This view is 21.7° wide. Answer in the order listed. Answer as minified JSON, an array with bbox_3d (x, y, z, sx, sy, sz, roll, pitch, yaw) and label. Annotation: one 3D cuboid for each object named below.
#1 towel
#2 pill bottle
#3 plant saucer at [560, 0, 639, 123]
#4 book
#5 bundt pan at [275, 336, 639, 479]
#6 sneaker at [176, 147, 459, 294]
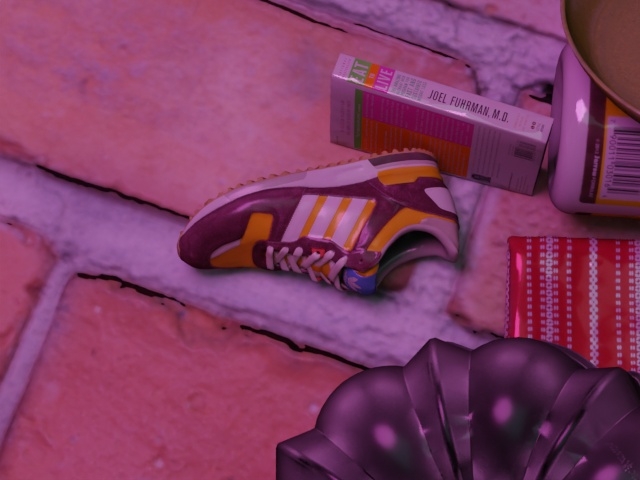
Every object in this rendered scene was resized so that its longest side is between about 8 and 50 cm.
[{"bbox_3d":[0.256,0.094,1.079,0.275,0.031,0.198,3,72,3],"label":"towel"},{"bbox_3d":[0.260,-0.069,1.085,0.215,0.117,0.117,4,73,3],"label":"pill bottle"},{"bbox_3d":[0.267,-0.124,1.030,0.241,0.037,0.241,0,48,0],"label":"plant saucer"},{"bbox_3d":[0.078,-0.076,1.104,0.144,0.096,0.035,18,74,7],"label":"book"},{"bbox_3d":[0.099,0.202,0.974,0.331,0.124,0.330,-3,71,10],"label":"bundt pan"},{"bbox_3d":[0.000,0.000,1.096,0.186,0.069,0.083,-16,67,-2],"label":"sneaker"}]
